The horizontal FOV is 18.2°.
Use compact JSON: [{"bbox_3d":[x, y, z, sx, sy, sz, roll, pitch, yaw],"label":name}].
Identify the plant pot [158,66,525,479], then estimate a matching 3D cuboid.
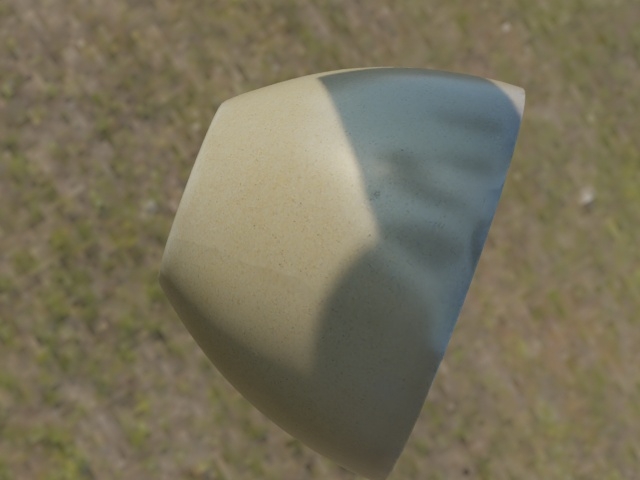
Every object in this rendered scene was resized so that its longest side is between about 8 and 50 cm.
[{"bbox_3d":[0.000,0.000,1.354,0.191,0.284,0.284,19,25,-1],"label":"plant pot"}]
